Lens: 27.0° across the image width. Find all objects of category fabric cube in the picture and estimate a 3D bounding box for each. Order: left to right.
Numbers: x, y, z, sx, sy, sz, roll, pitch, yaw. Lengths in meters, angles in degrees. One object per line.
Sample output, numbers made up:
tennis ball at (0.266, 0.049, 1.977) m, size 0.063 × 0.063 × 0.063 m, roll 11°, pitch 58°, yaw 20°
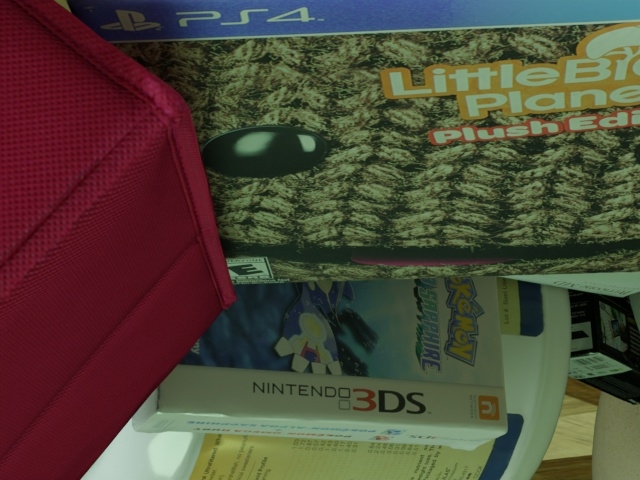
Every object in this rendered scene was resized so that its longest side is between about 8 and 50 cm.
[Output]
fabric cube at (-0.209, 0.014, 0.453) m, size 0.254 × 0.258 × 0.259 m, roll 40°, pitch 169°, yaw 10°

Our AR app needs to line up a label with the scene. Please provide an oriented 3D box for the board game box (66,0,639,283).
board game box at (0.050, -0.092, 0.508) m, size 0.232 × 0.141 × 0.291 m, roll -2°, pitch 162°, yaw 3°

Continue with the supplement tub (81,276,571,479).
supplement tub at (-0.034, 0.055, 0.815) m, size 0.316 × 0.228 × 0.228 m, roll 7°, pitch 160°, yaw -23°

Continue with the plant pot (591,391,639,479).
plant pot at (0.352, 0.152, 1.154) m, size 0.284 × 0.190 × 0.284 m, roll -17°, pitch 165°, yaw -5°

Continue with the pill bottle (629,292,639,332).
pill bottle at (0.347, 0.017, 0.828) m, size 0.279 × 0.162 × 0.162 m, roll 5°, pitch 161°, yaw -18°

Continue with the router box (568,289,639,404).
router box at (0.197, 0.033, 0.913) m, size 0.046 × 0.133 × 0.179 m, roll -12°, pitch 159°, yaw 29°

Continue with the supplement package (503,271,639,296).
supplement package at (0.184, -0.044, 0.720) m, size 0.105 × 0.105 × 0.179 m, roll 9°, pitch 160°, yaw -30°

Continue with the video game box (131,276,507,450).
video game box at (0.000, 0.000, 0.686) m, size 0.187 × 0.205 × 0.048 m, roll 6°, pitch 159°, yaw -24°
